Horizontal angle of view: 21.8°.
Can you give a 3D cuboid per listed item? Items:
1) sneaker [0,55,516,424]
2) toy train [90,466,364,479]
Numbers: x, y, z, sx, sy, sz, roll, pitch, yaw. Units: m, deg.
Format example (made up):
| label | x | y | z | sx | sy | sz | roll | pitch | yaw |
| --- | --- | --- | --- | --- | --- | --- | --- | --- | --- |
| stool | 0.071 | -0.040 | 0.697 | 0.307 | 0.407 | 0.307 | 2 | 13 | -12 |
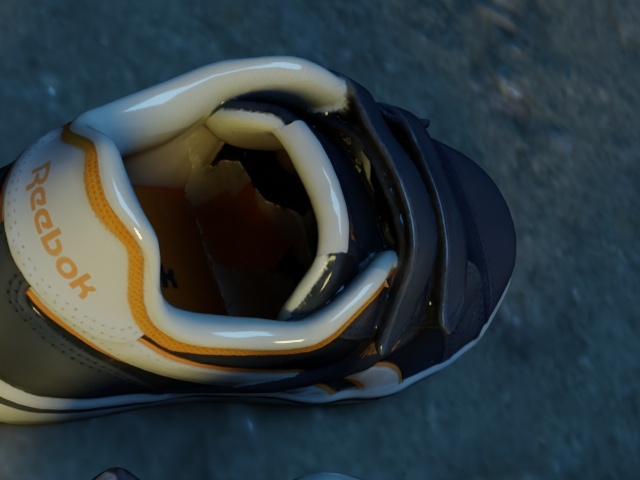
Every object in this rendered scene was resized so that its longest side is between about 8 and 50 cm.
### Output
| label | x | y | z | sx | sy | sz | roll | pitch | yaw |
| --- | --- | --- | --- | --- | --- | --- | --- | --- | --- |
| sneaker | 0.000 | 0.000 | 0.674 | 0.321 | 0.127 | 0.126 | -11 | 73 | -47 |
| toy train | 0.024 | 0.220 | 0.565 | 0.334 | 0.142 | 0.190 | 39 | 55 | -19 |
